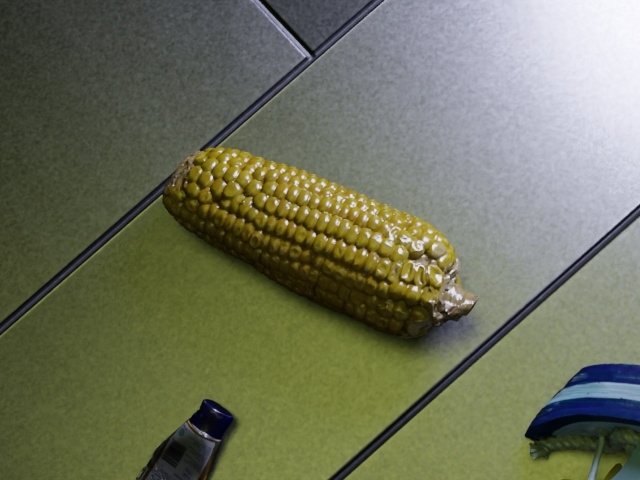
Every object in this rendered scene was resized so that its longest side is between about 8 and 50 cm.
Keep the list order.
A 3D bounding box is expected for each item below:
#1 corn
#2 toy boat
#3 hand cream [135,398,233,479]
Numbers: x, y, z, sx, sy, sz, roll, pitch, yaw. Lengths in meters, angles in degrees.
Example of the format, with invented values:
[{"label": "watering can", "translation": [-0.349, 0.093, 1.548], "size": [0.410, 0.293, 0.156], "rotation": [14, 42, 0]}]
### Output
[{"label": "corn", "translation": [0.000, 0.000, 1.739], "size": [0.322, 0.119, 0.119], "rotation": [23, 81, 12]}, {"label": "toy boat", "translation": [0.249, 0.247, 1.621], "size": [0.221, 0.067, 0.291], "rotation": [-2, 58, 42]}, {"label": "hand cream", "translation": [-0.141, 0.225, 1.751], "size": [0.062, 0.039, 0.163], "rotation": [35, 90, 11]}]
